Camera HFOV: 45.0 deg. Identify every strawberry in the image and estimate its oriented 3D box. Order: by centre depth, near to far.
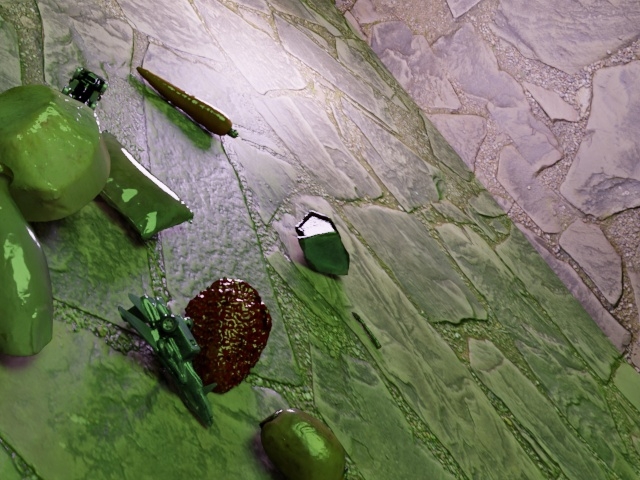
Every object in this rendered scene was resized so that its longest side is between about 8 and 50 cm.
[{"bbox_3d":[-0.173,0.167,1.536,0.188,0.106,0.286,28,31,-20],"label":"strawberry"}]

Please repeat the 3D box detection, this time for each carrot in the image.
[{"bbox_3d":[-0.366,-0.382,2.132,0.336,0.069,0.069,34,29,-6],"label":"carrot"}]

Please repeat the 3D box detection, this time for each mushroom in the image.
[{"bbox_3d":[-0.519,0.028,1.262,0.128,0.128,0.350,-7,71,-54],"label":"mushroom"}]

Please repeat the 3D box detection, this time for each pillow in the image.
[{"bbox_3d":[-0.421,-0.123,1.681,0.302,0.075,0.185,43,30,8],"label":"pillow"}]

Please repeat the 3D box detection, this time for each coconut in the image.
[{"bbox_3d":[-0.524,-0.152,1.457,0.259,0.259,0.259,30,30,-19],"label":"coconut"}]

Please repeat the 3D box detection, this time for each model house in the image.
[{"bbox_3d":[0.003,0.006,2.011,0.152,0.106,0.165,-114,-179,-58],"label":"model house"}]

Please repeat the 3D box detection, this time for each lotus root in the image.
[{"bbox_3d":[-0.016,0.391,1.401,0.221,0.118,0.125,40,45,6],"label":"lotus root"}]

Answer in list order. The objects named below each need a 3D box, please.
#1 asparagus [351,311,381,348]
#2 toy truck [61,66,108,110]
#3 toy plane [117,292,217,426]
[{"bbox_3d":[0.114,0.220,1.908,0.114,0.014,0.015,52,13,23],"label":"asparagus"},{"bbox_3d":[-0.559,-0.312,1.770,0.083,0.092,0.192,30,38,-18],"label":"toy truck"},{"bbox_3d":[-0.252,0.209,1.396,0.267,0.088,0.212,51,6,15],"label":"toy plane"}]
